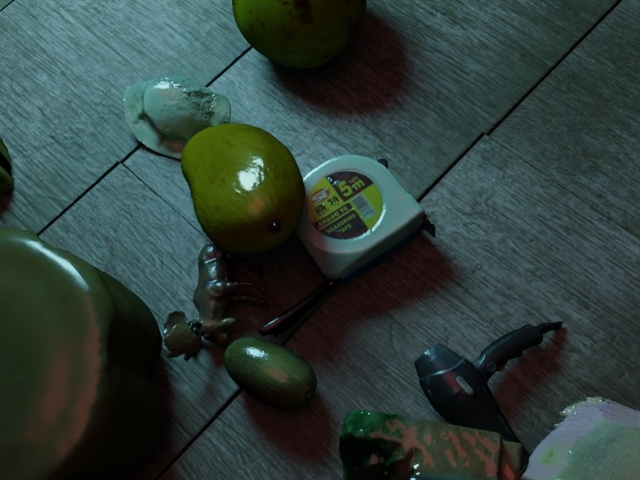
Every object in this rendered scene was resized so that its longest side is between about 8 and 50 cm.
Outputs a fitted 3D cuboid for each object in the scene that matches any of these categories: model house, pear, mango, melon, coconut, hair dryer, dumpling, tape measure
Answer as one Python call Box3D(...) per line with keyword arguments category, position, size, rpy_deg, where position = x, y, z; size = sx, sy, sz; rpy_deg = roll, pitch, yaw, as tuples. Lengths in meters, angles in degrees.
Box3D(category="model house", position=(0.125, 0.403, 0.985), size=(0.245, 0.312, 0.280), rpy_deg=(10, 64, 7))
Box3D(category="pear", position=(-0.040, -0.472, 1.436), size=(0.284, 0.283, 0.283), rpy_deg=(-2, 65, 5))
Box3D(category="mango", position=(-0.135, -0.103, 1.291), size=(0.195, 0.142, 0.331), rpy_deg=(-38, 46, 8))
Box3D(category="melon", position=(-0.082, 0.211, 1.208), size=(0.162, 0.099, 0.099), rpy_deg=(26, 70, 18))
Box3D(category="coconut", position=(0.387, 0.358, 1.038), size=(0.233, 0.233, 0.245), rpy_deg=(40, 67, 21))
Box3D(category="hair dryer", position=(0.307, 0.212, 1.186), size=(0.272, 0.091, 0.235), rpy_deg=(-36, 76, -15))
Box3D(category="dumpling", position=(-0.281, -0.248, 1.439), size=(0.219, 0.108, 0.152), rpy_deg=(6, 65, 11))
Box3D(category="tape measure", position=(0.000, 0.000, 1.304), size=(0.351, 0.098, 0.215), rpy_deg=(-33, 68, -7))

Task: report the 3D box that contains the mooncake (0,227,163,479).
Box3D(category="mooncake", position=(-0.477, 0.218, 1.154), size=(0.467, 0.262, 0.467), rpy_deg=(-3, 67, 7))

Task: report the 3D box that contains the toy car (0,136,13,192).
Box3D(category="toy car", position=(-0.722, -0.119, 1.426), size=(0.257, 0.101, 0.124), rpy_deg=(-19, 68, -5))

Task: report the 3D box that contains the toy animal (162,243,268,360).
Box3D(category="toy animal", position=(-0.184, 0.102, 1.284), size=(0.186, 0.093, 0.214), rpy_deg=(-7, 57, -3))

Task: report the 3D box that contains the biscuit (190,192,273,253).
Box3D(category="biscuit", position=(-0.128, -0.081, 1.395), size=(0.203, 0.016, 0.144), rpy_deg=(33, 73, 20))
